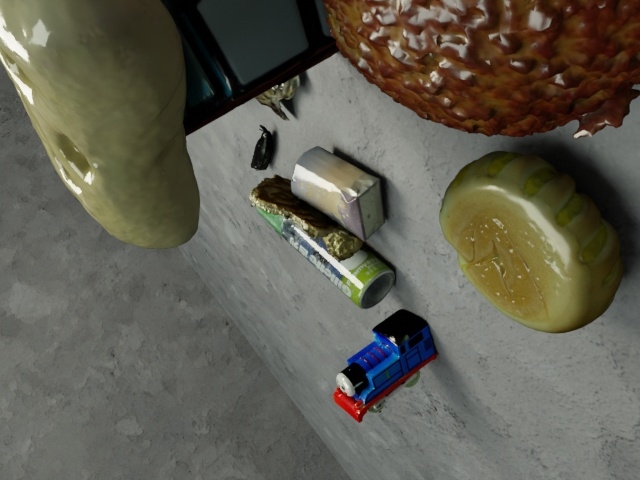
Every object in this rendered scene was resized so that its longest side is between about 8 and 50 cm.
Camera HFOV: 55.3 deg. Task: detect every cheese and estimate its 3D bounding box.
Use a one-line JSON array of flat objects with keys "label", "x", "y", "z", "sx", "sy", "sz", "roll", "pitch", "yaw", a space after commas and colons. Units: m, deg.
[{"label": "cheese", "x": -0.202, "y": -0.111, "z": 0.607, "sx": 0.351, "sy": 0.130, "sz": 0.328, "roll": 27, "pitch": 144, "yaw": 55}]

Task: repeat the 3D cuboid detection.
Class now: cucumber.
[{"label": "cucumber", "x": -0.115, "y": -0.190, "z": 1.241, "sx": 0.163, "sy": 0.043, "sz": 0.039, "roll": 125, "pitch": 150, "yaw": -66}]

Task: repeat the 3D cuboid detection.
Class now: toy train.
[{"label": "toy train", "x": 0.117, "y": 0.233, "z": 1.147, "sx": 0.083, "sy": 0.204, "sz": 0.131, "roll": 28, "pitch": 142, "yaw": 50}]

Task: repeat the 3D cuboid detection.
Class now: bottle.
[{"label": "bottle", "x": 0.000, "y": 0.000, "z": 1.196, "sx": 0.330, "sy": 0.093, "sz": 0.093, "roll": 41, "pitch": 156, "yaw": 33}]

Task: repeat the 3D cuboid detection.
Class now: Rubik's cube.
[{"label": "Rubik's cube", "x": -0.100, "y": -0.306, "z": 0.670, "sx": 0.288, "sy": 0.293, "sz": 0.283, "roll": 58, "pitch": 157, "yaw": -14}]

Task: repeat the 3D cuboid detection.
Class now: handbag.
[{"label": "handbag", "x": 0.023, "y": -0.083, "z": 1.018, "sx": 0.173, "sy": 0.095, "sz": 0.117, "roll": 37, "pitch": 154, "yaw": 34}]

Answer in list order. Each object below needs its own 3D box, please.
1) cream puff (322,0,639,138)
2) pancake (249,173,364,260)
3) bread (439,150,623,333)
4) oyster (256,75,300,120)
[{"label": "cream puff", "x": 0.108, "y": -0.215, "z": 0.437, "sx": 0.350, "sy": 0.229, "sz": 0.350, "roll": 46, "pitch": 160, "yaw": 21}, {"label": "pancake", "x": -0.019, "y": -0.045, "z": 1.096, "sx": 0.212, "sy": 0.056, "sz": 0.257, "roll": 27, "pitch": -161, "yaw": 0}, {"label": "bread", "x": 0.230, "y": -0.003, "z": 0.666, "sx": 0.213, "sy": 0.105, "sz": 0.213, "roll": 45, "pitch": 155, "yaw": 29}, {"label": "oyster", "x": -0.141, "y": -0.325, "z": 1.000, "sx": 0.271, "sy": 0.100, "sz": 0.275, "roll": 28, "pitch": 146, "yaw": 22}]
